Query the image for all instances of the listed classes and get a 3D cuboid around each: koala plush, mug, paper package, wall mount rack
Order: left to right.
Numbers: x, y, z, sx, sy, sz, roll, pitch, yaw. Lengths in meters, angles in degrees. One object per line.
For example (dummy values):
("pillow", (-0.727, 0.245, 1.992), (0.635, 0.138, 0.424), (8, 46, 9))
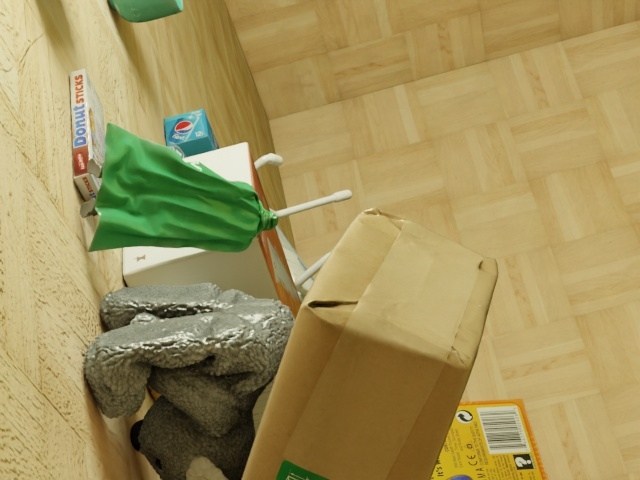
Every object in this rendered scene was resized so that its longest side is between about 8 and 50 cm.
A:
("mug", (-0.269, -0.395, 1.923), (0.129, 0.097, 0.157), (-98, 172, -60))
("koala plush", (-0.119, 0.172, 1.338), (0.196, 0.203, 0.221), (-93, 180, -72))
("wall mount rack", (0.000, 0.000, 2.122), (0.350, 0.130, 0.304), (56, 12, 24))
("paper package", (0.038, 0.174, 1.302), (0.309, 0.168, 0.324), (-54, 164, -69))

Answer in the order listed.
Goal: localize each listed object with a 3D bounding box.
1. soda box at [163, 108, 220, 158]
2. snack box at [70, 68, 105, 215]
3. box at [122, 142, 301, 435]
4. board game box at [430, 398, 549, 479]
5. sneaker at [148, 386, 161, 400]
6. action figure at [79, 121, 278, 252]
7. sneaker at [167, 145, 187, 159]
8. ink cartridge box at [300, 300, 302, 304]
("soda box", (-0.193, -0.117, 2.181), (0.210, 0.071, 0.067), (71, 6, -50))
("snack box", (-0.259, -0.112, 1.484), (0.064, 0.022, 0.178), (73, 4, -47))
("box", (-0.119, 0.087, 1.690), (0.215, 0.168, 0.345), (-100, 174, -53))
("board game box", (0.152, 0.498, 2.024), (0.356, 0.356, 0.356), (-101, -166, -45))
("sneaker", (-0.117, 0.198, 1.569), (0.112, 0.131, 0.296), (-104, 178, -51))
("action figure", (-0.145, -0.037, 1.441), (0.063, 0.232, 0.137), (9, -93, 56))
("sneaker", (-0.179, -0.055, 1.900), (0.262, 0.104, 0.125), (68, 6, -66))
("ink cartridge box", (0.009, 0.264, 2.188), (0.309, 0.130, 0.271), (95, -28, -46))
